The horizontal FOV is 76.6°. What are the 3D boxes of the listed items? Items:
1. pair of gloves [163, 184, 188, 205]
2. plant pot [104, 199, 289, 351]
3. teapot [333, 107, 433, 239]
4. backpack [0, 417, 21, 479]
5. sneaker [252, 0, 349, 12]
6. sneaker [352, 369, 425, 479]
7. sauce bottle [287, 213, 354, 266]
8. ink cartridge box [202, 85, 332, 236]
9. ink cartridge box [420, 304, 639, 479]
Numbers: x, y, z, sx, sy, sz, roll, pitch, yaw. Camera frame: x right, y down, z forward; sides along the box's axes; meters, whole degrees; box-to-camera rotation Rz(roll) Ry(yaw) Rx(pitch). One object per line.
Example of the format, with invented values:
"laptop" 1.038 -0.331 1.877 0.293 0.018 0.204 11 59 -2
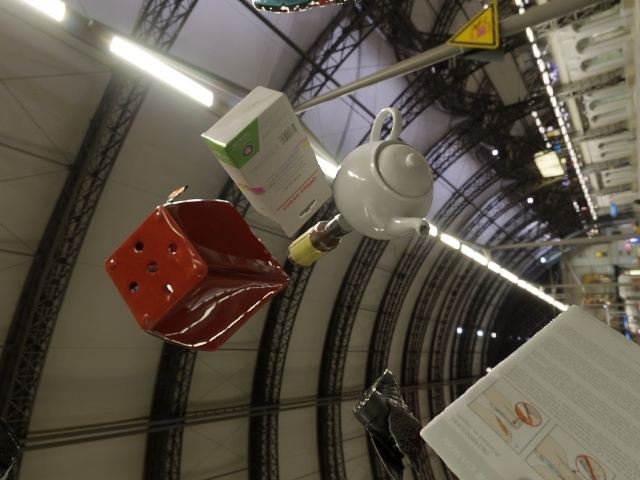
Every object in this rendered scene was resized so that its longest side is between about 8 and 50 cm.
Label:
"pair of gloves" -0.351 -0.095 0.952 0.010 0.074 0.083 49 -138 -28
"plant pot" -0.280 0.068 0.871 0.267 0.267 0.236 50 -171 19
"teapot" 0.162 -0.139 0.921 0.256 0.187 0.252 42 -124 1
"backpack" -0.576 0.330 0.634 0.182 0.115 0.152 40 -151 -6
"sneaker" 0.043 -0.335 0.445 0.104 0.262 0.125 -100 0 -55
"sneaker" 0.089 0.218 0.492 0.089 0.051 0.170 43 -171 16
"sauce bottle" 0.000 0.000 1.445 0.112 0.344 0.111 12 -115 -28
"ink cartridge box" -0.123 -0.195 1.084 0.207 0.119 0.353 -47 -42 -15
"ink cartridge box" 0.338 0.259 0.463 0.385 0.308 0.091 -19 -45 -34
